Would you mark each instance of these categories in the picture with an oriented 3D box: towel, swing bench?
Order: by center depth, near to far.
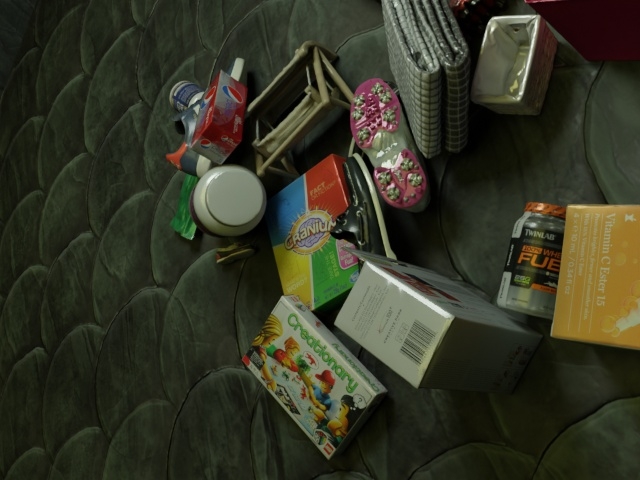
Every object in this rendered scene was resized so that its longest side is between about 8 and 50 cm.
[{"bbox_3d":[0.212,-0.339,1.407,0.121,0.235,0.284,-14,55,2],"label":"towel"},{"bbox_3d":[-0.055,-0.304,1.699,0.253,0.165,0.255,-43,55,28],"label":"swing bench"}]

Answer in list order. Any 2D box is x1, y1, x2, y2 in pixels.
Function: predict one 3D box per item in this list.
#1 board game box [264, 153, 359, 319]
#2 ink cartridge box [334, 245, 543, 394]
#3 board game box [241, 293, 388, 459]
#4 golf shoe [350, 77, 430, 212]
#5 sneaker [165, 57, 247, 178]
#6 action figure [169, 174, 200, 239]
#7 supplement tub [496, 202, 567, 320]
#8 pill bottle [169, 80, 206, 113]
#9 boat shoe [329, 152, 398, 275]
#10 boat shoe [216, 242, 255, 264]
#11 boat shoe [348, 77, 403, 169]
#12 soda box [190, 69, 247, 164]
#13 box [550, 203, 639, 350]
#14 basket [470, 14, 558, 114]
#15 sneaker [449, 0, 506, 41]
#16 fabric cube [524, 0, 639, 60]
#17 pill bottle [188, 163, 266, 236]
[{"bbox_3d":[0.000,0.000,1.639,0.242,0.064,0.317,-33,59,31],"label":"board game box"},{"bbox_3d":[0.188,0.141,1.268,0.271,0.309,0.130,34,102,42],"label":"ink cartridge box"},{"bbox_3d":[-0.020,0.286,1.544,0.305,0.053,0.193,43,113,27],"label":"board game box"},{"bbox_3d":[0.147,-0.189,1.495,0.115,0.140,0.306,-22,68,18],"label":"golf shoe"},{"bbox_3d":[-0.300,-0.335,1.888,0.148,0.131,0.350,16,71,8],"label":"sneaker"},{"bbox_3d":[-0.340,-0.128,1.978,0.137,0.063,0.232,27,101,44],"label":"action figure"},{"bbox_3d":[0.382,0.036,1.252,0.117,0.117,0.191,11,87,43],"label":"supplement tub"},{"bbox_3d":[-0.344,-0.379,2.023,0.169,0.094,0.094,35,103,42],"label":"pill bottle"},{"bbox_3d":[0.077,-0.012,1.459,0.113,0.127,0.340,-15,78,0],"label":"boat shoe"},{"bbox_3d":[-0.218,0.027,1.843,0.137,0.049,0.043,-19,65,42],"label":"boat shoe"},{"bbox_3d":[0.120,-0.233,1.582,0.079,0.084,0.233,23,100,20],"label":"boat shoe"},{"bbox_3d":[-0.233,-0.291,1.688,0.092,0.083,0.263,-45,28,28],"label":"soda box"},{"bbox_3d":[0.546,0.068,1.062,0.345,0.168,0.215,3,81,42],"label":"box"},{"bbox_3d":[0.370,-0.326,1.364,0.113,0.103,0.167,13,89,43],"label":"basket"},{"bbox_3d":[0.324,-0.531,1.461,0.276,0.097,0.135,-55,50,15],"label":"sneaker"},{"bbox_3d":[0.521,-0.455,1.157,0.254,0.258,0.259,13,88,44],"label":"fabric cube"},{"bbox_3d":[-0.218,-0.091,1.702,0.301,0.169,0.169,179,104,-77],"label":"pill bottle"}]
